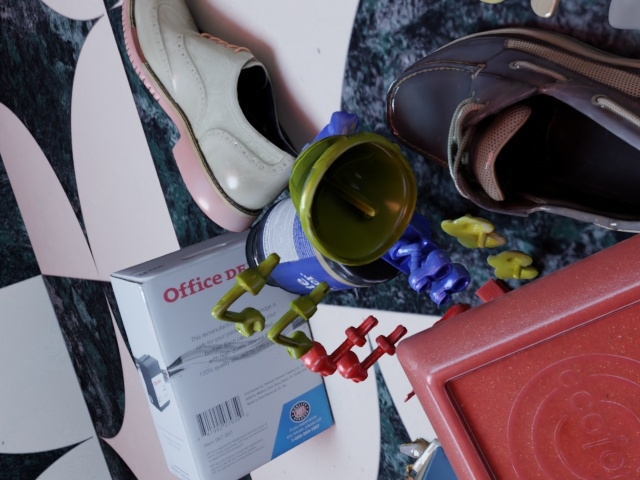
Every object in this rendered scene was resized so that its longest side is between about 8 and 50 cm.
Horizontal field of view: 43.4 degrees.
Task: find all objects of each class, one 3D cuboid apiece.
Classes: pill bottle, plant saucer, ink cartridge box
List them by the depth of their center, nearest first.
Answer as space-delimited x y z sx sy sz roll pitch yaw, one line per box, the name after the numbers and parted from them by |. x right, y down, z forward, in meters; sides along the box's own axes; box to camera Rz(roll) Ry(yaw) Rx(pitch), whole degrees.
0.219 0.152 0.622 0.259 0.048 0.258 -27 89 20 | plant saucer
0.000 0.000 0.933 0.219 0.123 0.122 -15 96 59 | pill bottle
-0.135 0.157 1.132 0.129 0.223 0.307 5 112 56 | ink cartridge box

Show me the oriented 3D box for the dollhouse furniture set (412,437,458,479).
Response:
0.246 0.217 0.756 0.286 0.198 0.303 36 108 9 | dollhouse furniture set

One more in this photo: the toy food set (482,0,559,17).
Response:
0.138 -0.258 0.635 0.192 0.039 0.132 40 129 42 | toy food set

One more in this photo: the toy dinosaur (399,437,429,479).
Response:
0.157 0.309 0.928 0.211 0.112 0.064 53 130 32 | toy dinosaur

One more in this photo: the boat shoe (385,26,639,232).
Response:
0.163 -0.092 0.630 0.355 0.130 0.132 18 123 51 | boat shoe

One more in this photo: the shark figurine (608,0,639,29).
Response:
0.223 -0.258 0.464 0.166 0.116 0.278 18 125 49 | shark figurine

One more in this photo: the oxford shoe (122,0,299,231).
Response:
-0.135 -0.209 1.042 0.146 0.140 0.397 -36 69 24 | oxford shoe

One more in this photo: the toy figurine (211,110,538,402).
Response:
0.015 -0.018 0.721 0.191 0.362 0.217 -46 53 11 | toy figurine
